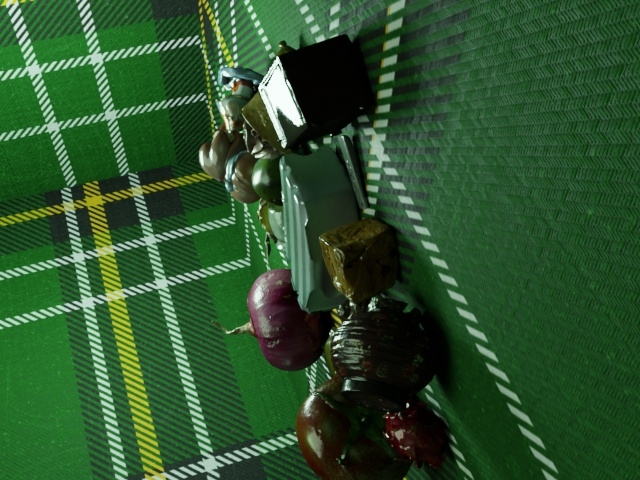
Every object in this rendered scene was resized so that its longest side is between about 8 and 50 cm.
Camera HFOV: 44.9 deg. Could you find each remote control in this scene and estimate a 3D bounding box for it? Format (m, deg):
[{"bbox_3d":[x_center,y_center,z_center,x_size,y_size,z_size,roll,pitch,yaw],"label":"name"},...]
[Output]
[{"bbox_3d":[0.083,-0.165,1.856,0.050,0.027,0.184,-161,53,-76],"label":"remote control"}]

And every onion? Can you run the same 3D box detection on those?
[{"bbox_3d":[-0.137,0.291,2.677,0.358,0.345,0.358,48,-172,-9],"label":"onion"}]

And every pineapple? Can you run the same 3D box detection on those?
[{"bbox_3d":[-0.140,-0.087,2.577,0.161,0.158,0.334,-123,22,-56],"label":"pineapple"}]

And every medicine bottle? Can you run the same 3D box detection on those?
[{"bbox_3d":[-0.080,-0.051,2.387,0.147,0.147,0.143,-135,30,-66],"label":"medicine bottle"}]

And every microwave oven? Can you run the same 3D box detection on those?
[{"bbox_3d":[-0.007,-0.322,1.721,0.178,0.188,0.247,70,163,0],"label":"microwave oven"}]

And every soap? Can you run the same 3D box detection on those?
[{"bbox_3d":[0.000,0.000,2.084,0.446,0.156,0.261,91,160,-47],"label":"soap"}]

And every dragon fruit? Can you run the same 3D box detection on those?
[{"bbox_3d":[0.214,0.432,1.731,0.166,0.136,0.133,47,-165,7],"label":"dragon fruit"}]

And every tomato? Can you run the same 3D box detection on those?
[{"bbox_3d":[0.096,0.473,1.897,0.239,0.304,0.303,102,151,-59],"label":"tomato"}]

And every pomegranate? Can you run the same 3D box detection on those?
[{"bbox_3d":[-0.106,-0.213,2.303,0.187,0.187,0.225,126,156,-73],"label":"pomegranate"}]

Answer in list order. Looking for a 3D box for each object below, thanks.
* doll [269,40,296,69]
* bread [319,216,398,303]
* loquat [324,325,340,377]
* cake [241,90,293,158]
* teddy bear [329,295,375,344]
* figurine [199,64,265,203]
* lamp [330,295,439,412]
[{"bbox_3d":[-0.094,-0.448,2.151,0.209,0.097,0.137,89,157,-61],"label":"doll"},{"bbox_3d":[0.091,0.037,1.779,0.158,0.143,0.149,-130,22,-62],"label":"bread"},{"bbox_3d":[0.087,0.317,2.096,0.195,0.152,0.152,61,165,7],"label":"loquat"},{"bbox_3d":[-0.147,-0.313,2.170,0.185,0.178,0.208,51,-169,23],"label":"cake"},{"bbox_3d":[0.102,0.200,1.967,0.190,0.140,0.177,-114,46,-70],"label":"teddy bear"},{"bbox_3d":[-0.255,-0.335,2.501,0.276,0.248,0.388,117,167,-78],"label":"figurine"},{"bbox_3d":[0.136,0.239,1.643,0.247,0.247,0.247,166,90,-77],"label":"lamp"}]
